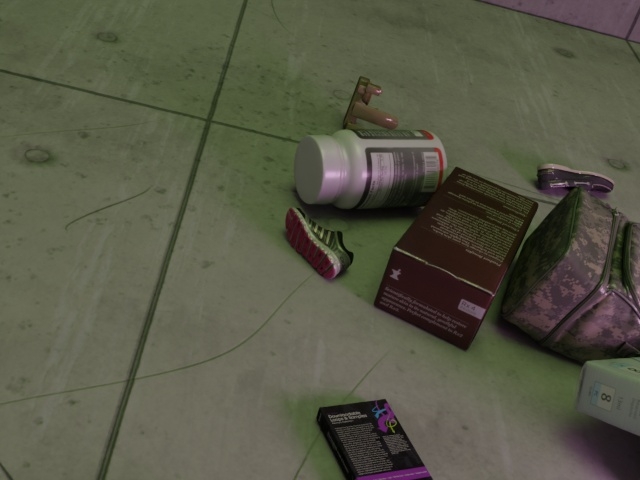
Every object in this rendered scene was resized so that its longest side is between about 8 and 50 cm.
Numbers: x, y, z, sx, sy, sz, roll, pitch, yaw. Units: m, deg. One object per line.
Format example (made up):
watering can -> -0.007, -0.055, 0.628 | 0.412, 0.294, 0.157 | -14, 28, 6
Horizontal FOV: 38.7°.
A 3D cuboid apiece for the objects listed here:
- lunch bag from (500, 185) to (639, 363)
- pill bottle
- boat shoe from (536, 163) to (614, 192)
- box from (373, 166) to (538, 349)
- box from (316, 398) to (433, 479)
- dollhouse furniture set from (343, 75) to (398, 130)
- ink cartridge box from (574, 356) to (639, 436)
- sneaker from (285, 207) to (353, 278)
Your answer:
lunch bag -> 0.506, 0.080, 1.677 | 0.256, 0.213, 0.305 | 36, 36, -2
pill bottle -> 0.099, -0.144, 1.847 | 0.283, 0.161, 0.161 | -3, 38, -27
boat shoe -> 0.603, -0.130, 2.161 | 0.206, 0.075, 0.065 | 11, 77, -18
box -> 0.264, 0.021, 1.705 | 0.191, 0.143, 0.381 | 26, 33, 13
box -> 0.076, 0.300, 1.315 | 0.116, 0.029, 0.162 | -1, 39, -27
dollhouse furniture set -> 0.125, -0.279, 2.094 | 0.123, 0.144, 0.151 | 19, 19, -6
ink cartridge box -> 0.630, 0.270, 1.370 | 0.308, 0.091, 0.385 | 5, 8, -43
sneaker -> 0.000, 0.000, 1.685 | 0.074, 0.063, 0.170 | -14, 49, -38
